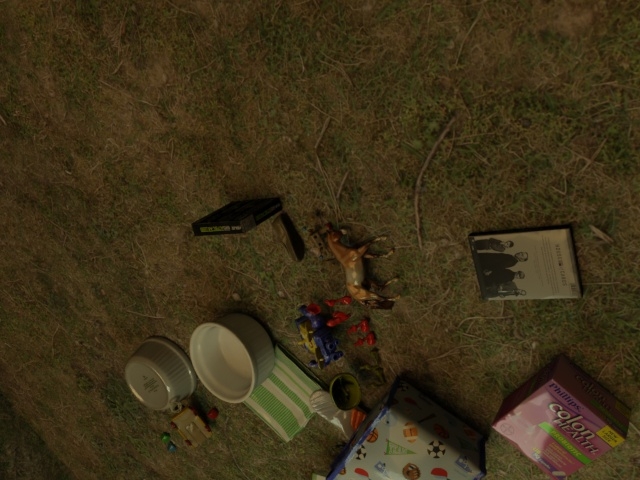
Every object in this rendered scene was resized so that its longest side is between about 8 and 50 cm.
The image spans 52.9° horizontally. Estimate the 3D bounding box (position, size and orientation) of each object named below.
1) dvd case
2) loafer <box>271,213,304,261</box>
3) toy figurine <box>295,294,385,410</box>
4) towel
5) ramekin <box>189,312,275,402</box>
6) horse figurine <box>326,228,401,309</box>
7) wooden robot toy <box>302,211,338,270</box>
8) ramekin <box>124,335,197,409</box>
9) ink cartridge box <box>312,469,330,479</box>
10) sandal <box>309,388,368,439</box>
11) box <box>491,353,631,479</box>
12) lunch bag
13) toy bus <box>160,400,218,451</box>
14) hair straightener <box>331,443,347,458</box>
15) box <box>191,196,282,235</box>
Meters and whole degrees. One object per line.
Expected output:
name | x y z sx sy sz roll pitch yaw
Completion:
dvd case | 0.485 0.058 1.529 0.239 0.029 0.179 -5 111 33
loafer | -0.093 -0.005 1.845 0.050 0.056 0.148 -21 92 38
toy figurine | 0.026 0.296 1.905 0.217 0.191 0.362 23 138 58
towel | -0.122 0.517 2.141 0.248 0.038 0.324 41 128 9
ramekin | -0.278 0.369 2.080 0.277 0.135 0.277 14 115 32
horse figurine | 0.121 0.086 1.737 0.175 0.066 0.263 -9 108 19
wooden robot toy | 0.000 0.000 1.796 0.173 0.076 0.079 60 164 -8
ramekin | -0.599 0.499 2.372 0.273 0.127 0.272 14 120 26
ink cartridge box | 0.079 0.840 2.028 0.235 0.056 0.171 5 89 33
sandal | 0.083 0.538 1.996 0.265 0.076 0.102 40 99 -5
box | 0.595 0.445 1.603 0.213 0.117 0.243 41 128 8
lunch bag | 0.233 0.636 1.822 0.328 0.239 0.385 33 111 9
toy bus | -0.492 0.665 2.379 0.104 0.191 0.202 33 110 60
hair straightener | 0.130 0.726 2.056 0.230 0.089 0.047 23 161 20
box | -0.233 -0.067 1.810 0.184 0.191 0.045 -5 109 33
